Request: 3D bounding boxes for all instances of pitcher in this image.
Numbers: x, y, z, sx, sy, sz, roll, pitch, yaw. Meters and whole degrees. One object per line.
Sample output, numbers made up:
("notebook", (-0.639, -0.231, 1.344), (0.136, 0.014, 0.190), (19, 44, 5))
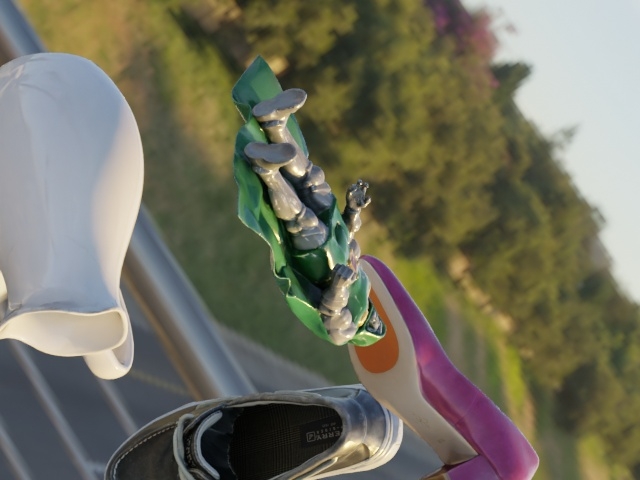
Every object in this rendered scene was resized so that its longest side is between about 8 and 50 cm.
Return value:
("pitcher", (-0.179, -0.013, 1.149), (0.178, 0.125, 0.207), (63, 17, -66))

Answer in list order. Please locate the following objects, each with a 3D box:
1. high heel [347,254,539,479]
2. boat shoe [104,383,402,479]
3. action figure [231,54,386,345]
("high heel", (0.105, 0.113, 1.356), (0.117, 0.082, 0.244), (-26, 89, -40))
("boat shoe", (-0.088, 0.195, 1.542), (0.119, 0.335, 0.121), (19, 55, -57))
("action figure", (0.000, 0.000, 1.094), (0.232, 0.063, 0.137), (65, 28, -48))
